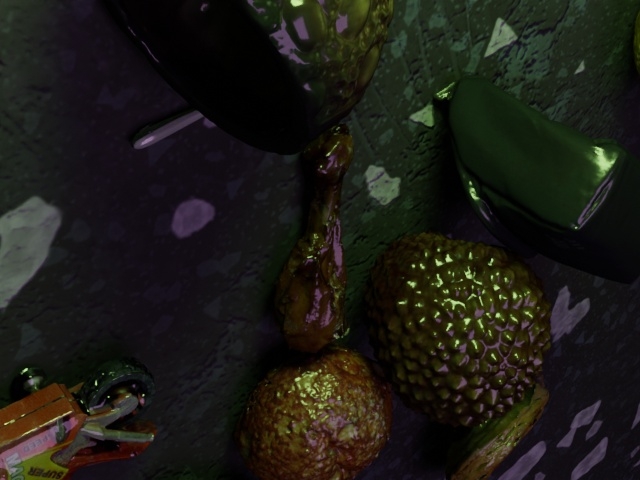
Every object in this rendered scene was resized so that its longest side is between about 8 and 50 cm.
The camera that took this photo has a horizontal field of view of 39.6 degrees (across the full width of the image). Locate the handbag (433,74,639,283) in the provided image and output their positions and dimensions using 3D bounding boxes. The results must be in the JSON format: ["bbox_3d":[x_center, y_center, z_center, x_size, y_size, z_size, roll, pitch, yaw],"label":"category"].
[{"bbox_3d":[0.291,-0.068,1.180,0.302,0.275,0.178,24,95,-55],"label":"handbag"}]

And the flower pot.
[{"bbox_3d":[-0.022,-0.254,0.767,0.267,0.267,0.266,-49,142,-19],"label":"flower pot"}]

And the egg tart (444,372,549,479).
[{"bbox_3d":[0.313,0.353,1.651,0.297,0.132,0.297,-39,154,-23],"label":"egg tart"}]

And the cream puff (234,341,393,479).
[{"bbox_3d":[0.003,0.257,1.251,0.240,0.164,0.240,-29,136,-32],"label":"cream puff"}]

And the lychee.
[{"bbox_3d":[0.178,0.119,1.200,0.267,0.267,0.267,-24,134,-28],"label":"lychee"}]

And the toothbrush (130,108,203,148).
[{"bbox_3d":[-0.088,-0.164,0.940,0.263,0.022,0.026,-31,125,-22],"label":"toothbrush"}]

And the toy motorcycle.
[{"bbox_3d":[-0.317,0.233,0.981,0.298,0.089,0.171,-24,135,-29],"label":"toy motorcycle"}]

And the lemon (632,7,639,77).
[{"bbox_3d":[0.594,-0.297,1.288,0.293,0.293,0.293,-24,134,-28],"label":"lemon"}]

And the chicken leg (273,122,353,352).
[{"bbox_3d":[0.000,0.000,1.111,0.113,0.093,0.304,-25,129,-53],"label":"chicken leg"}]
